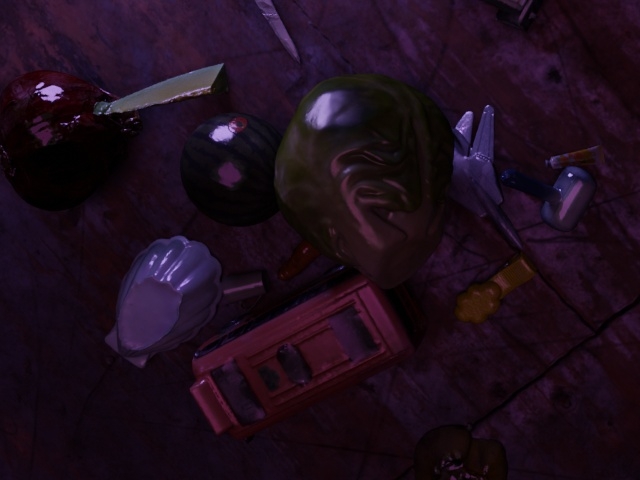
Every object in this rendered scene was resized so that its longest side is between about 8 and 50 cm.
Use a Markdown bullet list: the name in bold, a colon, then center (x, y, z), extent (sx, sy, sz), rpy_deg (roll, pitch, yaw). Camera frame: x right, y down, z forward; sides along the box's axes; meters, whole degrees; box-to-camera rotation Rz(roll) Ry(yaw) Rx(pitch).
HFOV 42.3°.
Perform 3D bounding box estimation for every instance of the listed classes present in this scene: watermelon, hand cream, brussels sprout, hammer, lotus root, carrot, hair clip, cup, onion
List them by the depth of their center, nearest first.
- **brussels sprout**: center (0.074, -0.101, 1.376), extent (0.281, 0.289, 0.354), rpy_deg (-51, 53, 47)
- **hammer**: center (0.387, -0.088, 1.432), extent (0.194, 0.069, 0.116), rpy_deg (17, 108, -29)
- **hand cream**: center (0.452, -0.145, 1.471), extent (0.102, 0.022, 0.035), rpy_deg (-9, 94, 9)
- **watermelon**: center (-0.150, -0.127, 1.506), extent (0.212, 0.212, 0.212), rpy_deg (2, 101, 12)
- **hair clip**: center (0.321, 0.096, 1.531), extent (0.173, 0.046, 0.072), rpy_deg (-39, 87, 18)
- **onion**: center (-0.497, -0.182, 1.571), extent (0.221, 0.281, 0.280), rpy_deg (42, 112, 47)
- **carrot**: center (0.000, 0.000, 1.578), extent (0.248, 0.059, 0.059), rpy_deg (-43, 90, 18)
- **lotus root**: center (0.270, 0.462, 1.597), extent (0.183, 0.078, 0.203), rpy_deg (-6, 97, 12)
- **cup**: center (-0.144, 0.099, 1.624), extent (0.083, 0.054, 0.074), rpy_deg (-13, 83, 12)

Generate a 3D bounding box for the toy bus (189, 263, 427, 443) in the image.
- **toy bus**: center (-0.030, 0.201, 1.529), extent (0.427, 0.233, 0.203), rpy_deg (-29, 94, 15)

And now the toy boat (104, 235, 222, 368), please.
- **toy boat**: center (-0.323, 0.128, 1.647), extent (0.199, 0.100, 0.290), rpy_deg (37, 104, 4)

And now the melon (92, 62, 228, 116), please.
- **melon**: center (-0.289, -0.261, 1.526), extent (0.262, 0.114, 0.053), rpy_deg (-18, 120, -13)

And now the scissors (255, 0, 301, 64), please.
- **scissors**: center (-0.113, -0.457, 1.532), extent (0.109, 0.022, 0.300), rpy_deg (-30, 94, 19)

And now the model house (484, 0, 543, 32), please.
- **model house**: center (0.293, -0.486, 1.349), extent (0.215, 0.198, 0.224), rpy_deg (22, 104, -6)

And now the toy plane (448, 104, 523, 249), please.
- **toy plane**: center (0.284, -0.090, 1.466), extent (0.212, 0.088, 0.267), rpy_deg (-40, 72, 17)
